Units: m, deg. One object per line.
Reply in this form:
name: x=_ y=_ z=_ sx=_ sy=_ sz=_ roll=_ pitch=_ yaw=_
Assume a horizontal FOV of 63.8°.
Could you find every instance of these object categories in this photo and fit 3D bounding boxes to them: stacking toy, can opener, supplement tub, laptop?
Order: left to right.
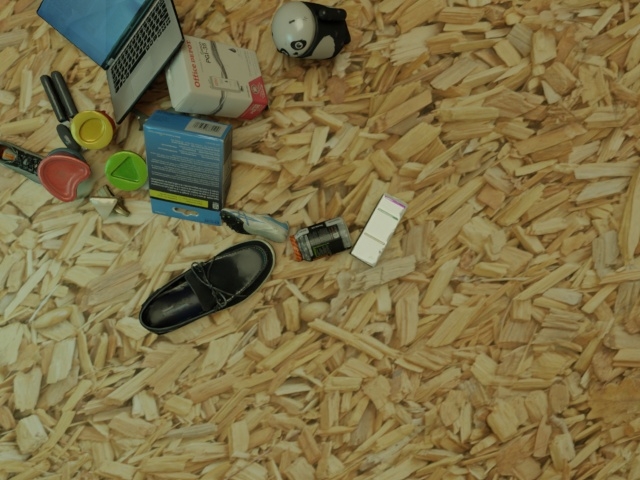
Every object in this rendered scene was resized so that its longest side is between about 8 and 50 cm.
can opener: x=-0.854 y=-0.428 z=1.714 sx=0.076 sy=0.095 sz=0.283 roll=-22 pitch=95 yaw=-2
stacking toy: x=-0.724 y=-0.249 z=1.675 sx=0.309 sy=0.130 sz=0.279 roll=-44 pitch=116 yaw=9
laptop: x=-0.652 y=-0.653 z=1.569 sx=0.382 sy=0.236 sz=0.407 roll=-38 pitch=59 yaw=30
supplement tub: x=0.000 y=0.000 z=1.710 sx=0.191 sy=0.117 sz=0.116 roll=-18 pitch=89 yaw=-2

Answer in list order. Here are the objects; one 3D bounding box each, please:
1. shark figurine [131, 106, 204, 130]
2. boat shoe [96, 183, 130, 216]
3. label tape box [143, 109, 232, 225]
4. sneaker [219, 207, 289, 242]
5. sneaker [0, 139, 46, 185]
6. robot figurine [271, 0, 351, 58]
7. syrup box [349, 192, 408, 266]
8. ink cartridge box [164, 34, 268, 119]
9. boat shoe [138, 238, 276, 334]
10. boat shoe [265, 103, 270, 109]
shark figurine: x=-0.490 y=-0.447 z=1.715 sx=0.279 sy=0.166 sz=0.116 roll=0 pitch=114 yaw=24
boat shoe: x=-0.691 y=-0.135 z=1.732 sx=0.135 sy=0.050 sz=0.045 roll=42 pitch=93 yaw=0
label tape box: x=-0.425 y=-0.227 z=1.676 sx=0.249 sy=0.347 sz=0.115 roll=11 pitch=43 yaw=0
sneaker: x=-0.220 y=-0.062 z=1.722 sx=0.237 sy=0.085 sz=0.086 roll=19 pitch=56 yaw=-12
sneaker: x=-0.975 y=-0.254 z=1.702 sx=0.272 sy=0.108 sz=0.100 roll=22 pitch=86 yaw=-2
robot figurine: x=-0.027 y=-0.676 z=1.670 sx=0.173 sy=0.278 sz=0.209 roll=44 pitch=129 yaw=28
syrup box: x=0.194 y=-0.035 z=1.726 sx=0.096 sy=0.093 sz=0.236 roll=30 pitch=87 yaw=0
ink cartridge box: x=-0.329 y=-0.509 z=1.628 sx=0.283 sy=0.117 sz=0.207 roll=-5 pitch=75 yaw=-42
boat shoe: x=-0.368 y=0.157 z=1.679 sx=0.501 sy=0.156 sz=0.186 roll=-29 pitch=87 yaw=-3
boat shoe: x=-0.209 y=-0.500 z=1.755 sx=0.042 sy=0.049 sz=0.132 roll=-24 pitch=82 yaw=-6
